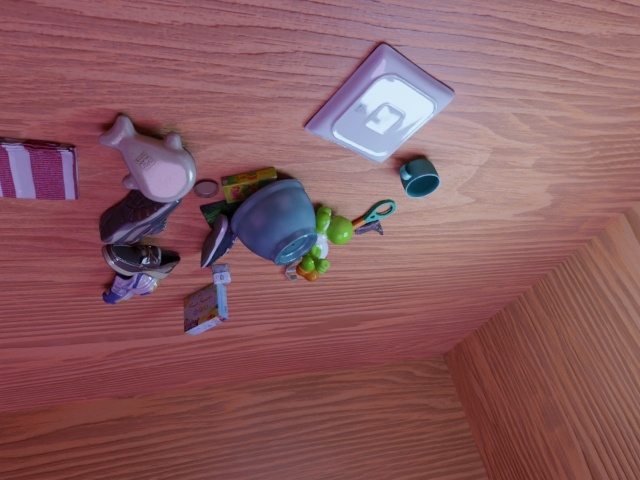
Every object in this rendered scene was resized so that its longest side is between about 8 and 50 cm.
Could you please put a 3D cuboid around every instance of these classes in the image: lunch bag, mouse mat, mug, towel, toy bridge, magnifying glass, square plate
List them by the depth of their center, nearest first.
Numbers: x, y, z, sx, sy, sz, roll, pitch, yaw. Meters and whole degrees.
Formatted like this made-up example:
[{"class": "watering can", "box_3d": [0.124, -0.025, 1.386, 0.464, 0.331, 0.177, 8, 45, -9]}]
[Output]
[{"class": "towel", "box_3d": [-0.862, -0.192, 1.311, 0.329, 0.037, 0.237, 1, 146, -24]}, {"class": "square plate", "box_3d": [0.187, -0.381, 1.429, 0.344, 0.049, 0.347, 15, 138, -40]}, {"class": "mug", "box_3d": [0.349, -0.236, 1.678, 0.130, 0.097, 0.157, -19, 148, 8]}, {"class": "mouse mat", "box_3d": [-0.326, -0.102, 1.703, 0.190, 0.007, 0.152, -13, 149, -1]}, {"class": "magnifying glass", "box_3d": [0.201, -0.094, 1.905, 0.231, 0.026, 0.092, -29, 144, 20]}, {"class": "lunch bag", "box_3d": [-0.418, 0.144, 1.979, 0.071, 0.083, 0.053, -3, 147, -16]}, {"class": "toy bridge", "box_3d": [-0.129, 0.130, 2.133, 0.063, 0.026, 0.188, -5, 147, -13]}]

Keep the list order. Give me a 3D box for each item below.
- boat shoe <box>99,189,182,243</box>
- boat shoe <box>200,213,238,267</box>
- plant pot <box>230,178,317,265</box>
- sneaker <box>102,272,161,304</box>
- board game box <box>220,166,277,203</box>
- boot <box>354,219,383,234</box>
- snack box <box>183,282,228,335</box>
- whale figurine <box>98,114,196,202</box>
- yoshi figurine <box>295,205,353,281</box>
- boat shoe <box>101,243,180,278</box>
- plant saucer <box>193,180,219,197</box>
[{"class": "boat shoe", "box_3d": [-0.569, -0.087, 1.533, 0.355, 0.132, 0.130, -21, 159, 27]}, {"class": "boat shoe", "box_3d": [-0.374, 0.016, 1.761, 0.091, 0.114, 0.302, 9, 147, -28]}, {"class": "plant pot", "box_3d": [-0.132, -0.039, 1.608, 0.293, 0.196, 0.293, -31, 160, -13]}, {"class": "sneaker", "box_3d": [-0.773, 0.161, 1.870, 0.297, 0.112, 0.131, -20, 120, 23]}, {"class": "board game box", "box_3d": [-0.233, -0.184, 1.574, 0.181, 0.043, 0.092, -12, 149, -4]}, {"class": "boot", "box_3d": [0.203, -0.041, 1.986, 0.114, 0.037, 0.106, -22, 135, 6]}, {"class": "snack box", "box_3d": [-0.518, 0.307, 2.111, 0.207, 0.174, 0.070, -26, 144, 20]}, {"class": "whale figurine", "box_3d": [-0.481, -0.235, 1.333, 0.216, 0.141, 0.272, -43, 119, 9]}, {"class": "yoshi figurine", "box_3d": [0.023, 0.015, 1.877, 0.203, 0.203, 0.362, -18, 150, -26]}, {"class": "boat shoe", "box_3d": [-0.635, 0.057, 1.705, 0.123, 0.123, 0.342, -33, 157, 10]}, {"class": "plant saucer", "box_3d": [-0.379, -0.172, 1.560, 0.084, 0.015, 0.083, -10, 148, -6]}]
